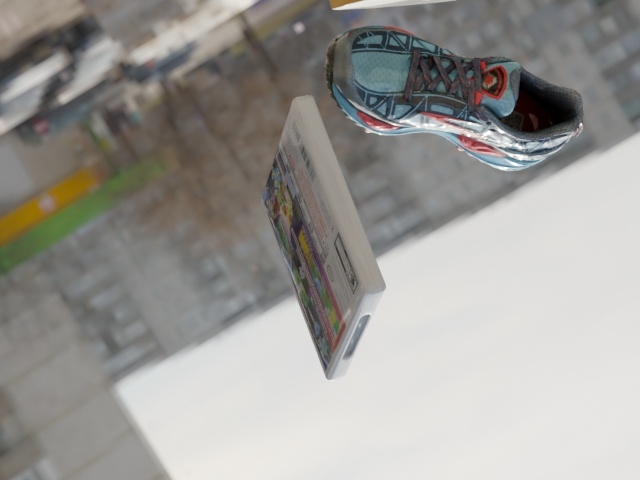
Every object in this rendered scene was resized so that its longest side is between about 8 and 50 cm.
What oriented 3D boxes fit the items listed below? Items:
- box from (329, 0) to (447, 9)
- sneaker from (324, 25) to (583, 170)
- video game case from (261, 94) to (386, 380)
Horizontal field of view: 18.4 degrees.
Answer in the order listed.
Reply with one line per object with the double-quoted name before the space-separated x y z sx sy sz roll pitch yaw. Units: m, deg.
"box" 0.111 -0.407 1.858 0.168 0.345 0.215 -10 -178 -37
"sneaker" 0.130 -0.146 1.814 0.262 0.104 0.125 14 163 -28
"video game case" 0.000 0.000 1.779 0.023 0.201 0.183 -13 155 -18
